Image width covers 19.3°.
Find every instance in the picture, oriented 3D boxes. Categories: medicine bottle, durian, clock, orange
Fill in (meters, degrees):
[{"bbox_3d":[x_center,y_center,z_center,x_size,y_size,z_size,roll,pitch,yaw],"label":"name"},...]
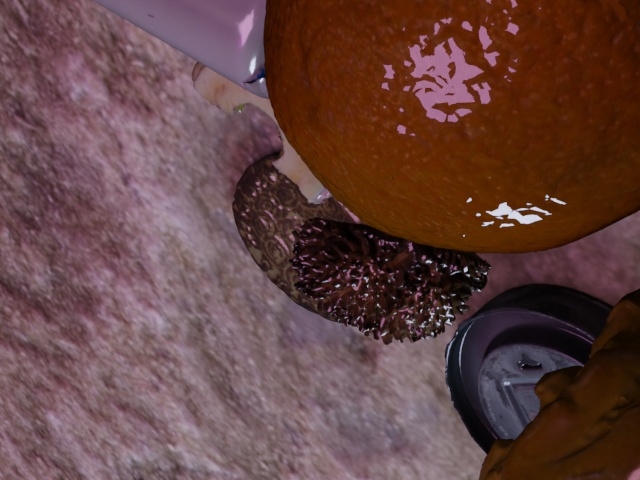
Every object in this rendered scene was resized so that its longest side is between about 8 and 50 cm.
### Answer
[{"bbox_3d":[-0.055,-0.197,1.488,0.258,0.143,0.143,31,141,21],"label":"medicine bottle"},{"bbox_3d":[0.065,-0.008,1.495,0.167,0.196,0.196,7,141,-11],"label":"durian"},{"bbox_3d":[0.212,0.139,1.616,0.226,0.049,0.226,25,137,26],"label":"clock"},{"bbox_3d":[0.115,-0.143,1.226,0.322,0.322,0.357,49,151,-3],"label":"orange"}]

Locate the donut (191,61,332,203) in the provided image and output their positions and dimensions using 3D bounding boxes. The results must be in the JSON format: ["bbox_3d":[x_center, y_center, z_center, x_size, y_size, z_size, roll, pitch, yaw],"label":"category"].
[{"bbox_3d":[-0.025,-0.119,1.594,0.166,0.065,0.108,47,141,1],"label":"donut"}]

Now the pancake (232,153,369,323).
[{"bbox_3d":[-0.001,0.001,1.718,0.199,0.021,0.199,26,138,26],"label":"pancake"}]

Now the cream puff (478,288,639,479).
[{"bbox_3d":[0.252,0.168,1.395,0.291,0.257,0.324,11,132,-13],"label":"cream puff"}]
